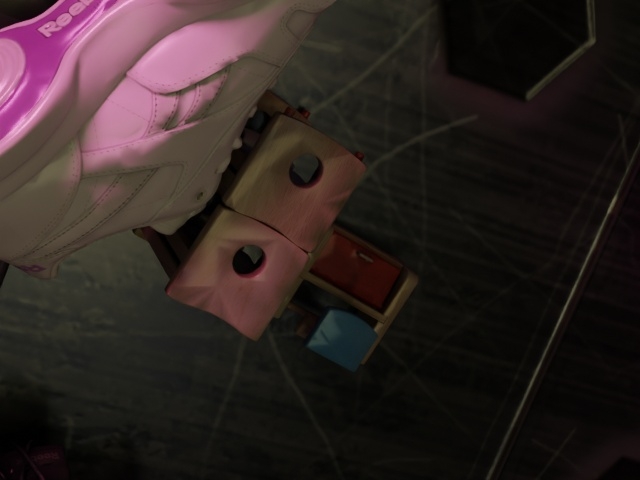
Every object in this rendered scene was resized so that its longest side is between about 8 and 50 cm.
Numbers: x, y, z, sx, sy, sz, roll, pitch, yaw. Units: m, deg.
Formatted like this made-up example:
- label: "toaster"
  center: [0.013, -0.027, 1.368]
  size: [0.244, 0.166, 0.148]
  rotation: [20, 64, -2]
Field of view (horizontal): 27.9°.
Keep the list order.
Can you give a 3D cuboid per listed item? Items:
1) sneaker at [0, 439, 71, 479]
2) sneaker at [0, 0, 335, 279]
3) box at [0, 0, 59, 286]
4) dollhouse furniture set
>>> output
- label: "sneaker"
  center: [-0.228, 0.177, 0.828]
  size: [0.286, 0.109, 0.130]
  rotation: [24, 105, -33]
- label: "sneaker"
  center: [-0.081, -0.097, 0.723]
  size: [0.305, 0.114, 0.152]
  rotation: [-35, 137, -4]
- label: "box"
  center: [-0.315, -0.050, 0.738]
  size: [0.296, 0.073, 0.293]
  rotation: [20, 100, -23]
- label: "dollhouse furniture set"
  center: [0.000, 0.000, 0.826]
  size: [0.184, 0.129, 0.129]
  rotation: [30, 97, -24]
